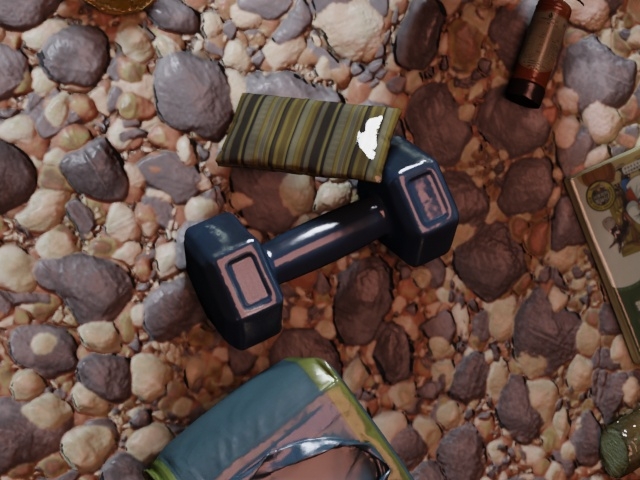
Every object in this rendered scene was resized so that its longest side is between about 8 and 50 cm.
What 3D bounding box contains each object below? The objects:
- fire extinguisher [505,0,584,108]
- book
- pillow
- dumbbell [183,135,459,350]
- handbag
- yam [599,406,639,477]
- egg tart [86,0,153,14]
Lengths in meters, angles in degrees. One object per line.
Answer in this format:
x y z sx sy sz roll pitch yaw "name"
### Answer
0.290 -0.257 1.882 0.062 0.050 0.177 20 82 3 "fire extinguisher"
0.454 0.004 1.937 0.202 0.027 0.264 -23 95 -18 "book"
-0.013 -0.121 1.725 0.203 0.038 0.113 8 59 17 "pillow"
0.000 0.000 1.730 0.316 0.156 0.144 -25 125 -17 "dumbbell"
-0.038 0.288 1.667 0.241 0.222 0.263 -35 98 -11 "handbag"
0.428 0.247 1.900 0.146 0.070 0.070 -28 97 -18 "yam"
-0.237 -0.330 1.712 0.130 0.052 0.130 0 90 -16 "egg tart"
